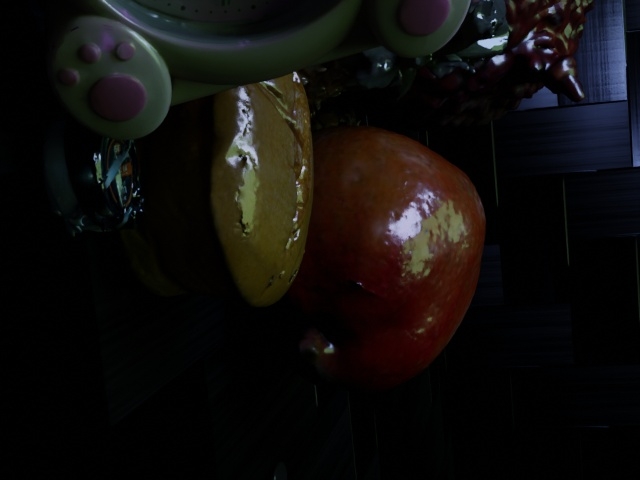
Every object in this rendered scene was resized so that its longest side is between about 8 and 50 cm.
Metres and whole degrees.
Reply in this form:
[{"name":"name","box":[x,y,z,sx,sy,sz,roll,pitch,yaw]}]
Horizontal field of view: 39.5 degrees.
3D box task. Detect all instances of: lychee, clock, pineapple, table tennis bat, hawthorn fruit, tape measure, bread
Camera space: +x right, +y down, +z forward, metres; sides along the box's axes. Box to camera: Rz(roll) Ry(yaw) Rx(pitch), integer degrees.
[{"name":"lychee","box":[0.173,-0.338,1.197,0.424,0.500,0.424,-35,149,-25]},{"name":"clock","box":[-0.062,-0.230,0.524,0.114,0.284,0.309,-107,-178,-49]},{"name":"pineapple","box":[0.021,-0.140,1.332,0.225,0.076,0.224,-6,90,-75]},{"name":"table tennis bat","box":[-0.051,0.297,1.060,0.083,0.007,0.050,-54,139,-71]},{"name":"hawthorn fruit","box":[0.051,0.026,1.023,0.295,0.295,0.311,58,32,-62]},{"name":"pineapple","box":[0.037,-0.206,0.927,0.170,0.310,0.141,59,32,-61]},{"name":"tape measure","box":[-0.158,-0.049,0.630,0.094,0.054,0.091,-12,97,-82]},{"name":"bread","box":[-0.083,-0.074,0.764,0.195,0.143,0.269,57,33,-60]}]
